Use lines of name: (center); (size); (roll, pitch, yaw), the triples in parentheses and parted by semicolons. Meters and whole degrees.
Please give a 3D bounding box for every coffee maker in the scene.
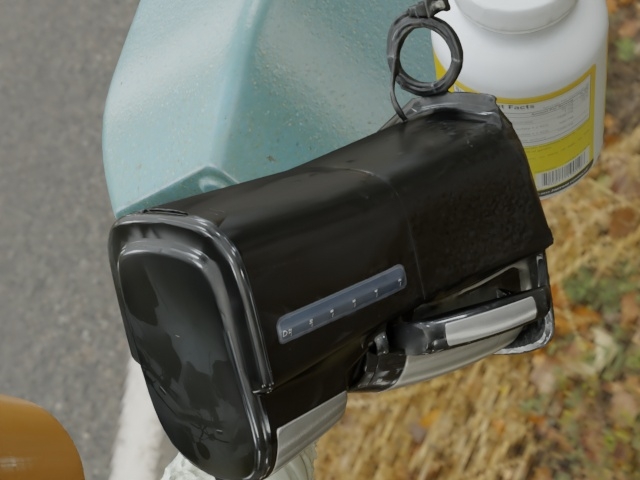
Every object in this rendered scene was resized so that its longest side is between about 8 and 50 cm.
coffee maker: (0.000, 0.000, 0.651); (0.120, 0.178, 0.171); (-33, 80, 53)

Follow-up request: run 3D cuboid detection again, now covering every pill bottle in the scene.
pill bottle: (0.120, -0.109, 0.871); (0.103, 0.184, 0.103); (-4, 60, 7)

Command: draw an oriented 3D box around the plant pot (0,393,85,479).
plant pot: (-0.251, 0.167, 0.893); (0.205, 0.188, 0.205); (-1, 88, 28)

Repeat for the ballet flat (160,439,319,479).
ballet flat: (-0.095, 0.264, 1.193); (0.147, 0.147, 0.409); (-30, 7, 47)

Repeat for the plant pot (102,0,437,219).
plant pot: (-0.029, -0.091, 1.155); (0.248, 0.247, 0.252); (-22, 39, 49)
